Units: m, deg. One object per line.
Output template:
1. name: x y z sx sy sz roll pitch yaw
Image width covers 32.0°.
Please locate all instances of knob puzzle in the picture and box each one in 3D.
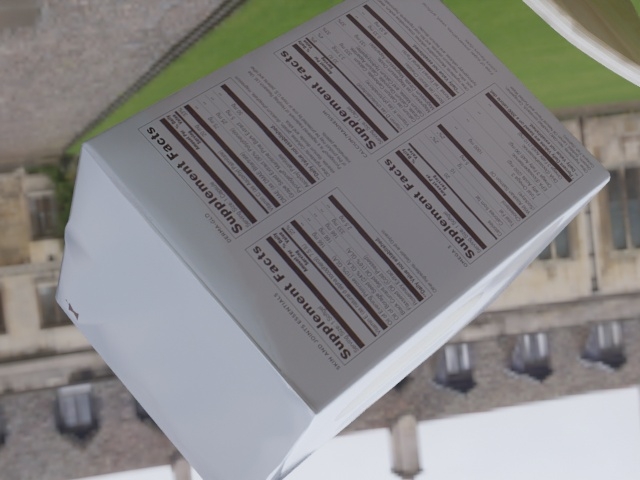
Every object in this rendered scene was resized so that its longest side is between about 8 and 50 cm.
1. knob puzzle: 0.101 -0.149 0.570 0.030 0.213 0.213 -41 164 29

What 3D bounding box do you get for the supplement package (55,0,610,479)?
1. supplement package: 0.000 0.000 0.720 0.263 0.198 0.199 -35 166 -31
